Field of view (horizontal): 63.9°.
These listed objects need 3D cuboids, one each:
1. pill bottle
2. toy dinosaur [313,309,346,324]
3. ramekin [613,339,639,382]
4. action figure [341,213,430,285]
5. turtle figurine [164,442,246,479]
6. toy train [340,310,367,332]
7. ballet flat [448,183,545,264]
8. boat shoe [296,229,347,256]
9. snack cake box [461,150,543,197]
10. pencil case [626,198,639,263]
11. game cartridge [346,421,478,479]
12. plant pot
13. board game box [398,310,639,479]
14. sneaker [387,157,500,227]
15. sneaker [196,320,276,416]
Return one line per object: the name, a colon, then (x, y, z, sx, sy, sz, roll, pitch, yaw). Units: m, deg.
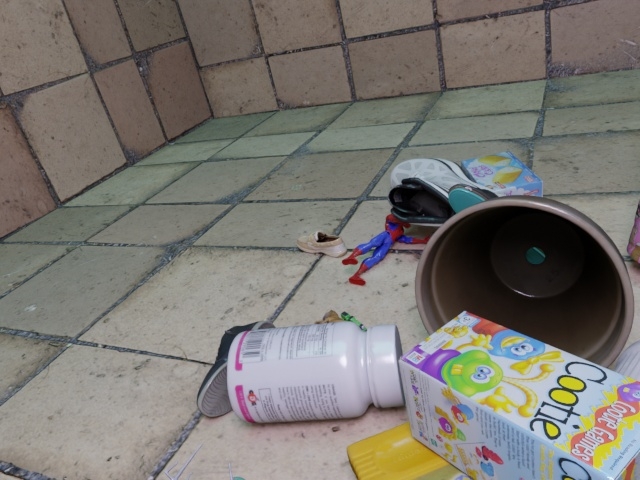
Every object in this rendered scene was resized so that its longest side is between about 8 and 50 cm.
pill bottle: (-0.002, 0.225, 0.885, 0.283, 0.160, 0.160, -7, 28, 13)
toy dinosaur: (0.040, 0.189, 1.042, 0.112, 0.064, 0.211, -22, 28, -19)
ramekin: (0.444, 0.231, 0.625, 0.109, 0.207, 0.207, -36, 33, -20)
action figure: (0.188, 0.006, 1.293, 0.139, 0.091, 0.280, 0, 30, 38)
turtle figurine: (-0.144, 0.394, 0.680, 0.175, 0.118, 0.234, -15, 39, 31)
toy train: (0.071, 0.175, 1.095, 0.017, 0.023, 0.083, -27, 29, -25)
ballet flat: (0.404, -0.041, 1.138, 0.096, 0.280, 0.095, -49, 0, -38)
boat shoe: (0.000, 0.000, 1.424, 0.170, 0.059, 0.063, 9, 35, 37)
snack cake box: (0.507, -0.160, 1.458, 0.152, 0.089, 0.264, -11, 27, 5)
pencil case: (0.710, -0.125, 0.961, 0.160, 0.386, 0.167, 20, 27, 37)
game cartridge: (0.213, 0.330, 0.635, 0.285, 0.052, 0.323, -18, 27, -10)
plant pot: (0.365, 0.061, 0.915, 0.323, 0.323, 0.280, 2, 15, 28)
board game box: (0.251, 0.219, 0.629, 0.142, 0.144, 0.275, -27, 28, -29)
sneaker: (0.260, -0.143, 1.348, 0.257, 0.169, 0.447, 11, 16, -30)
sneaker: (-0.183, 0.256, 1.027, 0.118, 0.083, 0.222, -14, 27, 45)
